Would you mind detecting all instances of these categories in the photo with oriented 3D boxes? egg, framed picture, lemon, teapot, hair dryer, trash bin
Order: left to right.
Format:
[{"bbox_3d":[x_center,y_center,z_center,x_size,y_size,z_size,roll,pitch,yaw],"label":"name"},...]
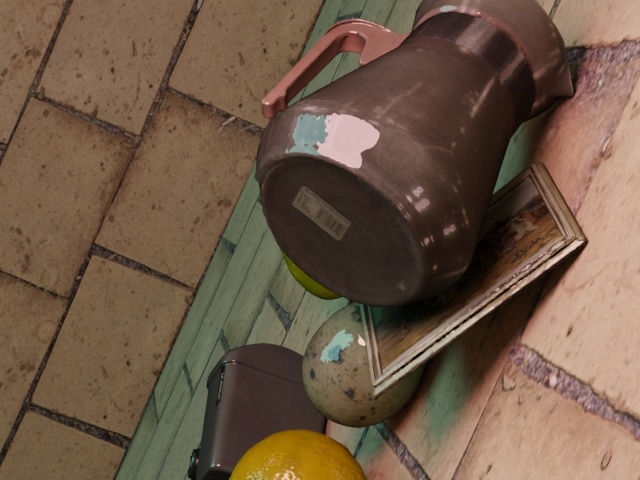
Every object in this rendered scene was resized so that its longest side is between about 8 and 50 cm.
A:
[{"bbox_3d":[-0.188,0.445,2.049,0.057,0.100,0.198,-87,9,-58],"label":"hair dryer"},{"bbox_3d":[-0.082,0.264,1.698,0.101,0.176,0.236,-52,22,44],"label":"trash bin"},{"bbox_3d":[-0.029,0.308,1.396,0.173,0.173,0.206,-64,17,12],"label":"lemon"},{"bbox_3d":[0.058,0.143,1.427,0.182,0.141,0.141,-50,18,26],"label":"egg"},{"bbox_3d":[0.088,-0.123,1.293,0.344,0.300,0.253,-49,-26,-34],"label":"teapot"},{"bbox_3d":[0.149,0.034,1.268,0.274,0.017,0.217,-39,20,13],"label":"framed picture"}]

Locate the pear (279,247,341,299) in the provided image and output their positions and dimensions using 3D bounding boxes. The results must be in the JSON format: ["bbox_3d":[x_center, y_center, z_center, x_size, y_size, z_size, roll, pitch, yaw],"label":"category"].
[{"bbox_3d":[0.017,-0.016,1.819,0.187,0.187,0.220,-84,-2,-55],"label":"pear"}]
